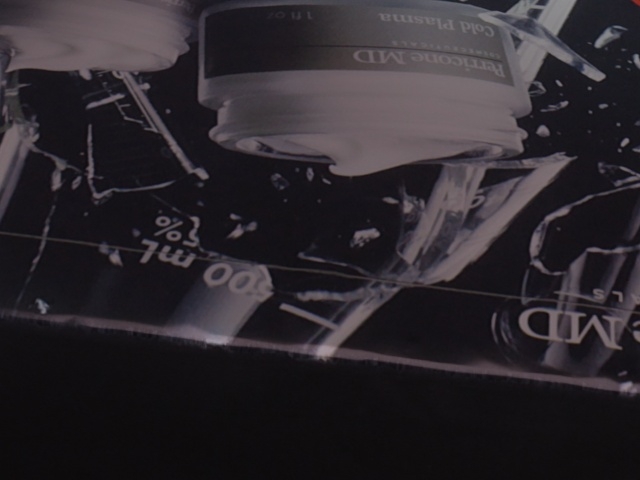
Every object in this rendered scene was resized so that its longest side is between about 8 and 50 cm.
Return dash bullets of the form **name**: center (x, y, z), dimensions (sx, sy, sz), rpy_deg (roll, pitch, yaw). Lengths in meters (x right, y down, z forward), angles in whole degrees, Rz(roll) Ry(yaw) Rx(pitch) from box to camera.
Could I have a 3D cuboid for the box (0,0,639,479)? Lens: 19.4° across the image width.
- **box**: center (0.000, 0.000, 0.627), dimensions (0.343, 0.179, 0.312), rpy_deg (6, 39, 2)
